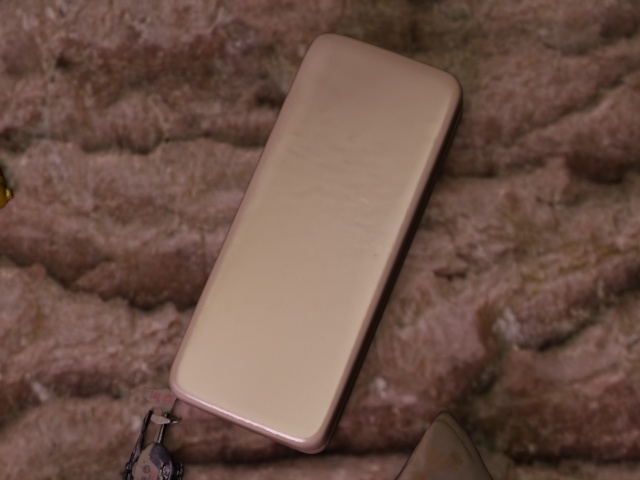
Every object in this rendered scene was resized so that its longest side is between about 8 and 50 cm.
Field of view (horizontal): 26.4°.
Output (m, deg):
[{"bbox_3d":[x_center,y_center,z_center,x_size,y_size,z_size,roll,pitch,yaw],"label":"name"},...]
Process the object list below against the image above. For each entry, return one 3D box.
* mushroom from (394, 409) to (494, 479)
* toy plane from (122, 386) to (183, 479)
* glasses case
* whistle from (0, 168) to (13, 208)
[{"bbox_3d":[0.140,0.334,1.029,0.154,0.137,0.407,-26,69,-15],"label":"mushroom"},{"bbox_3d":[-0.139,0.183,1.136,0.049,0.031,0.121,12,81,16],"label":"toy plane"},{"bbox_3d":[0.000,0.000,1.144,0.144,0.076,0.336,22,79,8],"label":"glasses case"},{"bbox_3d":[-0.327,-0.039,1.206,0.109,0.057,0.046,-13,121,-7],"label":"whistle"}]
